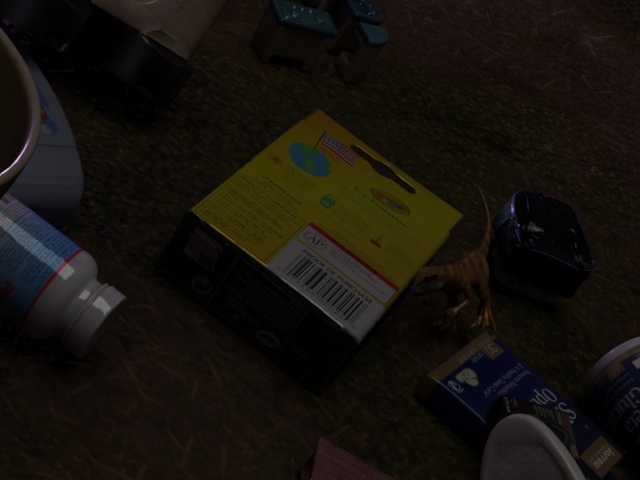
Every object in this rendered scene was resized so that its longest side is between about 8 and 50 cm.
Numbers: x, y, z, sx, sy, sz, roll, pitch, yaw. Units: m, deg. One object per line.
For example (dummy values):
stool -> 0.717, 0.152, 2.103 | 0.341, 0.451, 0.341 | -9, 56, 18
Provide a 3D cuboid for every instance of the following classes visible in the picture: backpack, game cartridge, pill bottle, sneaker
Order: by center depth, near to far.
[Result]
pill bottle -> -0.245, 0.027, 1.475 | 0.160, 0.087, 0.087 | 36, 32, 4
sneaker -> 0.239, 0.282, 1.516 | 0.147, 0.104, 0.295 | -7, 69, -58
game cartridge -> -0.342, -0.132, 1.640 | 0.198, 0.062, 0.297 | -3, 47, -39
pill bottle -> 0.351, 0.188, 1.790 | 0.094, 0.094, 0.169 | -1, 45, -43
backpack -> 0.238, 0.006, 1.943 | 0.105, 0.084, 0.114 | 21, 39, -21

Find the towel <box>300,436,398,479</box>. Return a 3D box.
towel -> 0.064, 0.323, 1.405 | 0.237, 0.037, 0.329 | 30, 33, -9

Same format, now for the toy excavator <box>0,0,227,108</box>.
toy excavator -> -0.329, -0.371, 1.826 | 0.433, 0.222, 0.445 | 29, 6, -43

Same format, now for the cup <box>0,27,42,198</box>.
cup -> -0.406, -0.059, 1.304 | 0.331, 0.237, 0.331 | 24, 34, -17

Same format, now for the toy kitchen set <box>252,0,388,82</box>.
toy kitchen set -> -0.010, -0.308, 2.110 | 0.166, 0.122, 0.207 | 10, 38, -33

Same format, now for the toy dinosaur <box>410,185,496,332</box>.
toy dinosaur -> 0.153, 0.031, 1.779 | 0.064, 0.112, 0.211 | 9, 21, 20

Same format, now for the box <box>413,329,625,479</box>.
box -> 0.210, 0.191, 1.715 | 0.225, 0.036, 0.136 | 43, 33, 12

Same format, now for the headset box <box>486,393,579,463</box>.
headset box -> 0.203, 0.185, 1.650 | 0.083, 0.032, 0.062 | 17, 38, -19

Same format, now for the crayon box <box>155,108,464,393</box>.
crayon box -> 0.000, 0.000, 1.740 | 0.202, 0.081, 0.318 | 38, 32, 6
